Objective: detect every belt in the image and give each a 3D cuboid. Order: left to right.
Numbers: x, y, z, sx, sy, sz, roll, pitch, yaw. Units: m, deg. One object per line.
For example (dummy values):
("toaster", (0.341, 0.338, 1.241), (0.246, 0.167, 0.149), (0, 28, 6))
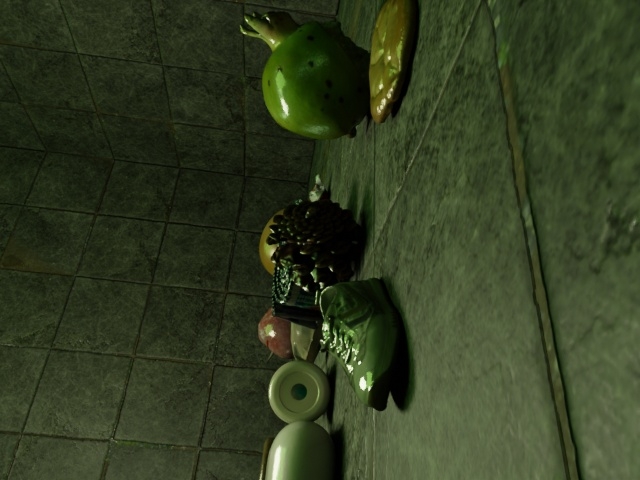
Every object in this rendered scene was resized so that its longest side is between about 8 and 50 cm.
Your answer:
("belt", (-0.012, 0.048, 1.265), (0.207, 0.160, 0.295), (133, 146, -53))

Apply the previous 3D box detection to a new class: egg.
("egg", (-0.128, 0.007, 2.197), (0.250, 0.250, 0.323), (112, 174, -75))

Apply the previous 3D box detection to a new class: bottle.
("bottle", (-0.046, 0.384, 1.309), (0.236, 0.147, 0.148), (85, -170, -74))

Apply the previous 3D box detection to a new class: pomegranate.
("pomegranate", (-0.027, -0.363, 1.114), (0.260, 0.340, 0.260), (-47, 9, 10))

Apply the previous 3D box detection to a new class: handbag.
("handbag", (-0.028, 0.222, 1.488), (0.270, 0.117, 0.183), (-89, 15, -58))

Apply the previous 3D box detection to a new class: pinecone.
("pinecone", (-0.010, 0.016, 1.072), (0.208, 0.207, 0.208), (-173, 90, -86))

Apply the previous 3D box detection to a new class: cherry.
("cherry", (-0.130, 0.346, 1.980), (0.236, 0.212, 0.286), (-2, 56, 60))

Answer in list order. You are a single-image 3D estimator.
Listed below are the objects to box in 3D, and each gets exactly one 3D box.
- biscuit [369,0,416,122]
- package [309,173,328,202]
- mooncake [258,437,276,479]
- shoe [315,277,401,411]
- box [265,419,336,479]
("biscuit", (0.113, -0.316, 0.869), (0.203, 0.041, 0.260), (101, 172, -45))
("package", (-0.002, -0.132, 2.021), (0.269, 0.071, 0.194), (79, -165, -58))
("mooncake", (-0.091, 0.660, 1.334), (0.284, 0.155, 0.285), (-174, 90, -88))
("shoe", (0.048, 0.130, 0.715), (0.275, 0.098, 0.103), (-103, 16, -74))
("box", (-0.051, 0.556, 1.052), (0.289, 0.141, 0.349), (108, 168, -64))
